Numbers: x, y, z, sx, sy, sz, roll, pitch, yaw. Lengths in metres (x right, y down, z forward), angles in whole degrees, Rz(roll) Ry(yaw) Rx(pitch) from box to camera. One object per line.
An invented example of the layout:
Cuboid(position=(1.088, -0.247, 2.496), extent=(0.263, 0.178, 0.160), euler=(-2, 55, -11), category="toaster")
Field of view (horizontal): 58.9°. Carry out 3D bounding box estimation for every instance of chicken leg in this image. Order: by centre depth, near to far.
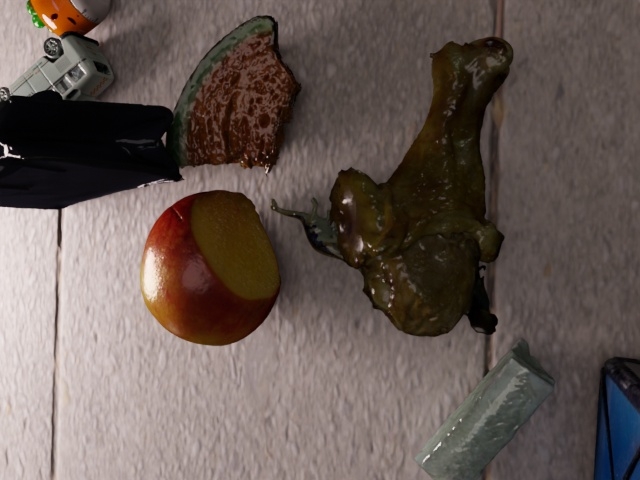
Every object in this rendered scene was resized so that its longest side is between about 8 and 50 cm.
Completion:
Cuboid(position=(0.119, -0.066, 0.692), extent=(0.211, 0.140, 0.362), euler=(5, 80, -5), category="chicken leg")

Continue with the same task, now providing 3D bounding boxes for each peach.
Cuboid(position=(-0.137, 0.032, 0.736), extent=(0.190, 0.190, 0.193), euler=(28, 97, 14), category="peach")

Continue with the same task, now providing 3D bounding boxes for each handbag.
Cuboid(position=(-0.372, -0.110, 0.722), extent=(0.325, 0.269, 0.119), euler=(-9, 88, 35), category="handbag")

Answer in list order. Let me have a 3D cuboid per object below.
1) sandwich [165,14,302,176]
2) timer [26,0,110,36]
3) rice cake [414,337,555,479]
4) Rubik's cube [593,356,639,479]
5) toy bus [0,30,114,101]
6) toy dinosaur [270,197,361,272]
Cuboid(position=(-0.110, -0.193, 0.788), extent=(0.159, 0.079, 0.235), euler=(20, 99, 5), category="sandwich")
Cuboid(position=(-0.388, -0.363, 0.851), extent=(0.136, 0.099, 0.136), euler=(-8, 67, 18), category="timer")
Cuboid(position=(0.204, 0.221, 0.696), extent=(0.069, 0.063, 0.206), euler=(41, 101, 10), category="rice cake")
Cuboid(position=(0.417, 0.273, 0.536), extent=(0.254, 0.260, 0.260), euler=(3, 93, 17), category="Rubik's cube")
Cuboid(position=(-0.409, -0.226, 0.866), extent=(0.193, 0.087, 0.089), euler=(-36, 90, 12), category="toy bus")
Cuboid(position=(0.007, -0.012, 0.770), extent=(0.180, 0.037, 0.058), euler=(44, 124, 19), category="toy dinosaur")
